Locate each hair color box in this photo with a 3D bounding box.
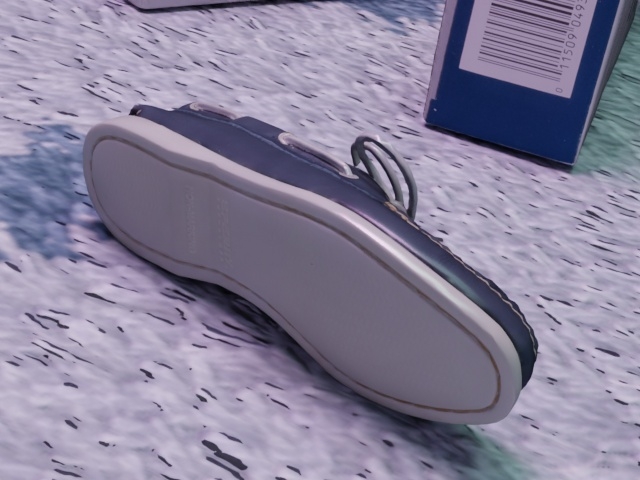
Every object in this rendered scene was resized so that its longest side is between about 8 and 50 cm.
[{"bbox_3d":[0.172,-0.199,1.040,0.105,0.174,0.347,17,27,11],"label":"hair color box"}]

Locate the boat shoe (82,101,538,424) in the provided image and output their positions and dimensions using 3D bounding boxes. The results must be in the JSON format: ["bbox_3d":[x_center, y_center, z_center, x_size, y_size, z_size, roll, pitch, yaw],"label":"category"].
[{"bbox_3d":[0.000,0.000,0.681,0.254,0.095,0.079,23,39,37],"label":"boat shoe"}]

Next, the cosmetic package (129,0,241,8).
[{"bbox_3d":[-0.024,-0.289,1.142,0.365,0.155,0.197,-10,35,-39],"label":"cosmetic package"}]
